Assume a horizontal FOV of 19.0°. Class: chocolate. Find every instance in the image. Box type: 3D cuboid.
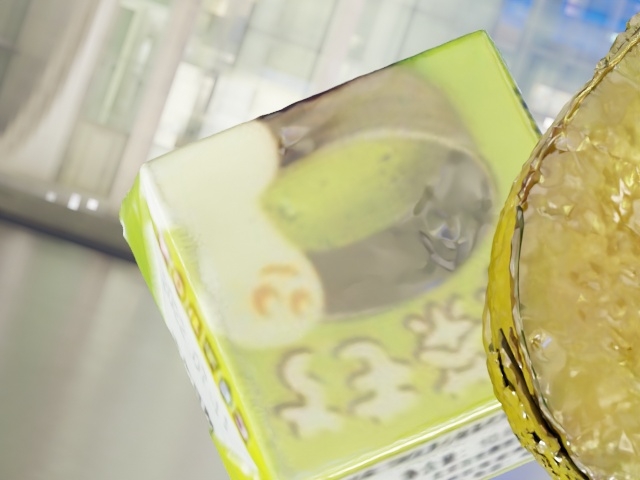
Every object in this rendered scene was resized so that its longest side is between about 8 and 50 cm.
[{"bbox_3d":[0.044,0.029,1.306,0.301,0.288,0.137,-23,-18,-6],"label":"chocolate"}]

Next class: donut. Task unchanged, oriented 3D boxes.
[{"bbox_3d":[0.190,0.022,0.869,0.272,0.272,0.107,19,-18,-11],"label":"donut"}]
